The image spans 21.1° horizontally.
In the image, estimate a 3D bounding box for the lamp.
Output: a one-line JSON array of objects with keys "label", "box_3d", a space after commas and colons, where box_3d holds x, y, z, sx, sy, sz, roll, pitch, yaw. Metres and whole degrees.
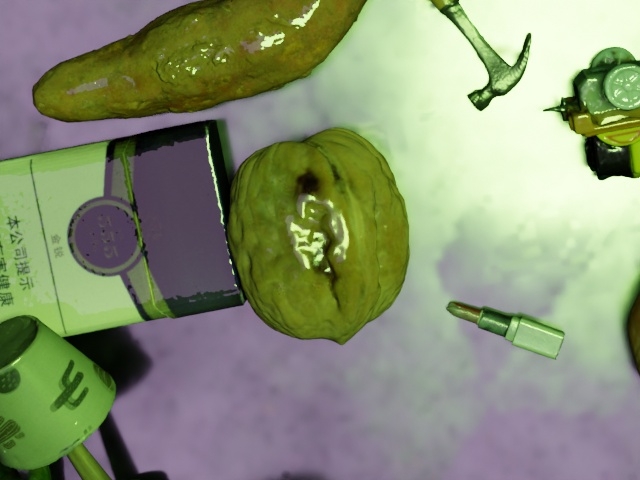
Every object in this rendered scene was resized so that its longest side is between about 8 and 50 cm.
[{"label": "lamp", "box_3d": [-0.220, 0.168, 1.493, 0.121, 0.121, 0.215, -28, 117, 6]}]

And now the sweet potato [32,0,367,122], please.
[{"label": "sweet potato", "box_3d": [-0.079, -0.168, 1.484, 0.354, 0.095, 0.106, -26, 97, 7]}]

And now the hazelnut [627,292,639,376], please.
[{"label": "hazelnut", "box_3d": [0.341, 0.085, 1.472, 0.150, 0.150, 0.150, 0, 95, 4]}]

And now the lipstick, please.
[{"label": "lipstick", "box_3d": [0.163, 0.076, 1.527, 0.107, 0.025, 0.025, 20, 96, 9]}]

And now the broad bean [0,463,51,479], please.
[{"label": "broad bean", "box_3d": [-0.307, 0.245, 1.559, 0.144, 0.049, 0.292, 9, 95, 0]}]

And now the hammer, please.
[{"label": "hammer", "box_3d": [0.111, -0.214, 1.504, 0.078, 0.021, 0.201, -37, 93, 6]}]

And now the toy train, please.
[{"label": "toy train", "box_3d": [0.302, -0.105, 1.470, 0.219, 0.089, 0.127, -9, 105, 4]}]

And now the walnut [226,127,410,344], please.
[{"label": "walnut", "box_3d": [0.000, 0.000, 1.472, 0.155, 0.155, 0.184, -12, 89, 5]}]

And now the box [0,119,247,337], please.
[{"label": "box", "box_3d": [-0.201, -0.003, 1.519, 0.259, 0.071, 0.168, -11, 94, 6]}]
